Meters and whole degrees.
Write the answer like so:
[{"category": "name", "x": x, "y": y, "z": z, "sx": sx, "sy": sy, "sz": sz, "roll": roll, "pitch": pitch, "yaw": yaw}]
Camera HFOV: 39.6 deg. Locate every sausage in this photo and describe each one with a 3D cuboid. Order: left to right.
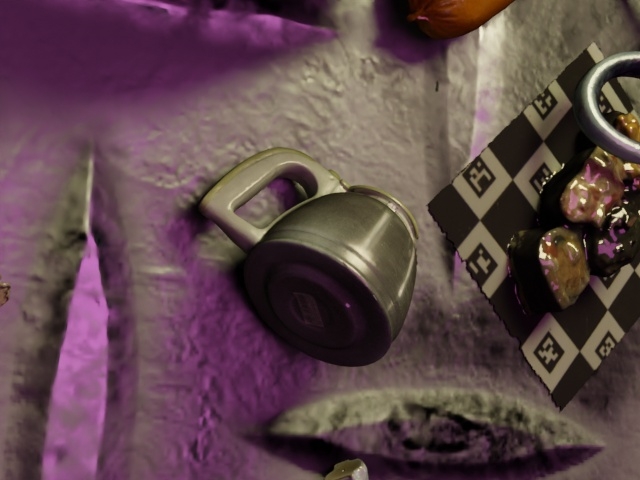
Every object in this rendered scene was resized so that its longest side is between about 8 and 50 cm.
[{"category": "sausage", "x": 0.120, "y": -0.191, "z": 0.603, "sx": 0.183, "sy": 0.054, "sz": 0.062, "roll": -40, "pitch": 134, "yaw": -29}]

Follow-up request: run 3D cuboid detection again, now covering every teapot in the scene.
[{"category": "teapot", "x": 0.007, "y": 0.000, "z": 0.505, "sx": 0.124, "sy": 0.092, "sz": 0.091, "roll": 57, "pitch": 46, "yaw": -21}]

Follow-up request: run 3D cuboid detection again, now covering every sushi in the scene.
[{"category": "sushi", "x": 0.205, "y": -0.015, "z": 0.640, "sx": 0.215, "sy": 0.050, "sz": 0.192, "roll": -43, "pitch": 107, "yaw": -25}]

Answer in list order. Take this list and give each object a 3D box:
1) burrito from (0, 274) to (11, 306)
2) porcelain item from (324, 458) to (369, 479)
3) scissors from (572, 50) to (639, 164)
[{"category": "burrito", "x": -0.218, "y": -0.022, "z": 0.400, "sx": 0.188, "sy": 0.045, "sz": 0.058, "roll": 46, "pitch": 59, "yaw": -17}, {"category": "porcelain item", "x": 0.029, "y": 0.173, "z": 0.536, "sx": 0.036, "sy": 0.028, "sz": 0.083, "roll": -30, "pitch": 102, "yaw": -31}, {"category": "scissors", "x": 0.378, "y": -0.100, "z": 0.670, "sx": 0.383, "sy": 0.029, "sz": 0.256, "roll": 26, "pitch": 63, "yaw": -4}]
